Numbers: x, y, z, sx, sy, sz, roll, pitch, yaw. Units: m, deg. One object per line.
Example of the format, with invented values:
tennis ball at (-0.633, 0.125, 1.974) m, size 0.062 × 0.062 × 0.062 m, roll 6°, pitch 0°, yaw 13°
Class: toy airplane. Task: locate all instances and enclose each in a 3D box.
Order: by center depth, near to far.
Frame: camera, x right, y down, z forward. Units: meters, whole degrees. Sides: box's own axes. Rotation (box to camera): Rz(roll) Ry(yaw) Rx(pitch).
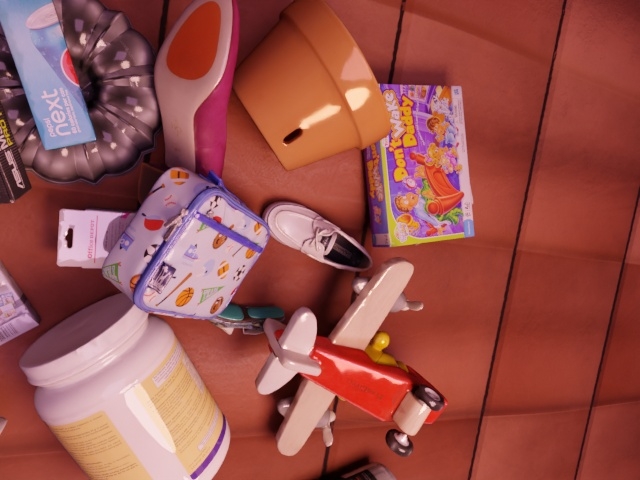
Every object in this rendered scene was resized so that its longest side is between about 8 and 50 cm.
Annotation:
toy airplane at (0.047, 0.254, 1.009) m, size 0.385 × 0.272 × 0.385 m, roll -16°, pitch 106°, yaw 2°

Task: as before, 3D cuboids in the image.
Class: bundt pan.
bundt pan at (-0.407, -0.250, 0.775) m, size 0.330 × 0.124 × 0.331 m, roll -5°, pitch 101°, yaw -25°

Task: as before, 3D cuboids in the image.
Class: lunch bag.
lunch bag at (-0.213, 0.011, 0.829) m, size 0.114 × 0.303 × 0.243 m, roll 34°, pitch 87°, yaw 19°

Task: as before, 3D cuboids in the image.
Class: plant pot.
plant pot at (-0.033, -0.263, 0.880) m, size 0.203 × 0.291 × 0.291 m, roll -34°, pitch 112°, yaw 1°

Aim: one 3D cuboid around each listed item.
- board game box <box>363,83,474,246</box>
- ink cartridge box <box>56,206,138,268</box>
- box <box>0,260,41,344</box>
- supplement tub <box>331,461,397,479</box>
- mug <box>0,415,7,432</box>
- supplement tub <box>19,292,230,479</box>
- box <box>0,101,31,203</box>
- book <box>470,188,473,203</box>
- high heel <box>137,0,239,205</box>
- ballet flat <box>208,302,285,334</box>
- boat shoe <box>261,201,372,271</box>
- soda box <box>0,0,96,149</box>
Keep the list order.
board game box at (0.219, -0.168, 1.080) m, size 0.233 × 0.078 × 0.348 m, roll -7°, pitch 93°, yaw -24°
ink cartridge box at (-0.374, -0.005, 0.866) m, size 0.181 × 0.061 × 0.105 m, roll 4°, pitch 98°, yaw -27°
box at (-0.592, 0.099, 0.794) m, size 0.145 × 0.038 × 0.186 m, roll -31°, pitch 111°, yaw -18°
supplement tub at (0.030, 0.674, 1.095) m, size 0.337 × 0.207 × 0.207 m, roll -12°, pitch 104°, yaw -23°
mug at (-0.711, 0.367, 0.681) m, size 0.328 × 0.276 × 0.374 m, roll 30°, pitch 116°, yaw -21°
supplement tub at (-0.331, 0.283, 0.837) m, size 0.241 × 0.241 × 0.332 m, roll -30°, pitch 110°, yaw -18°
box at (-0.584, -0.150, 0.663) m, size 0.269 × 0.060 × 0.216 m, roll -4°, pitch 118°, yaw -2°
book at (0.315, -0.102, 1.193) m, size 0.144 × 0.035 × 0.096 m, roll -30°, pitch 113°, yaw -18°
high heel at (-0.200, -0.227, 0.827) m, size 0.127 × 0.181 × 0.377 m, roll 31°, pitch 108°, yaw 13°
ballet flat at (-0.167, 0.170, 0.997) m, size 0.188 × 0.070 × 0.070 m, roll 10°, pitch 94°, yaw -23°
boat shoe at (0.000, 0.000, 1.029) m, size 0.267 × 0.088 × 0.096 m, roll 33°, pitch 84°, yaw -26°
soda box at (-0.388, -0.240, 0.678) m, size 0.071 × 0.067 × 0.210 m, roll -18°, pitch 107°, yaw -21°
